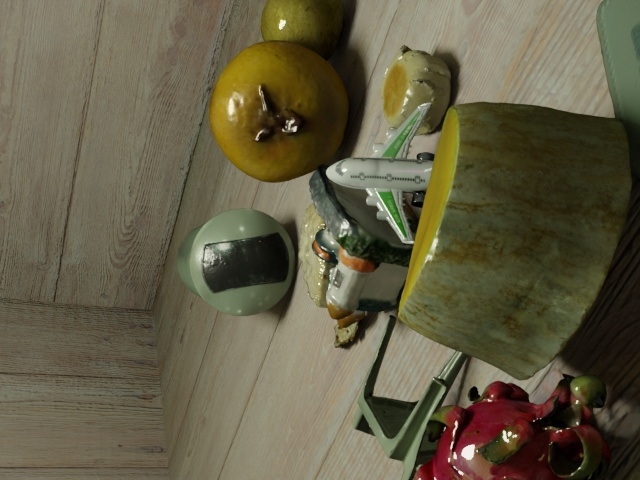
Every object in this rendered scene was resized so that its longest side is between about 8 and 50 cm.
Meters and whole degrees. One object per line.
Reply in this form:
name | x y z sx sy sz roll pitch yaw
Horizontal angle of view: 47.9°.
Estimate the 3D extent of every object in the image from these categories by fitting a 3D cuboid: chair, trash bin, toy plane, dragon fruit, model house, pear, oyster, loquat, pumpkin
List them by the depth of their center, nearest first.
dragon fruit | 0.246 0.272 0.870 0.272 0.198 0.218 -23 29 40
pumpkin | 0.208 -0.022 0.873 0.332 0.199 0.332 22 -90 -87
chair | 0.158 0.290 1.093 0.275 0.190 0.203 -66 25 18
toy plane | 0.133 -0.112 1.259 0.255 0.101 0.251 2 76 26
model house | 0.054 0.047 1.379 0.271 0.190 0.301 -117 39 -53
oyster | 0.057 0.187 1.535 0.132 0.029 0.086 148 132 -66
loquat | -0.097 -0.302 1.694 0.359 0.328 0.328 -104 28 -69
pear | -0.045 -0.525 1.775 0.188 0.228 0.211 27 136 21
trash bin | -0.247 0.059 2.002 0.432 0.280 0.280 176 100 -71

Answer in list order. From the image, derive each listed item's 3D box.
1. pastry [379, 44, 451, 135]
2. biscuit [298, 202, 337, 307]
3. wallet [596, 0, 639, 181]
pastry | 0.172 -0.272 1.324 0.166 0.088 0.166 -171 90 -67
biscuit | 0.000 0.000 1.598 0.281 0.084 0.179 -100 17 -55
wallet | 0.426 -0.227 0.711 0.360 0.083 0.252 146 123 -62
